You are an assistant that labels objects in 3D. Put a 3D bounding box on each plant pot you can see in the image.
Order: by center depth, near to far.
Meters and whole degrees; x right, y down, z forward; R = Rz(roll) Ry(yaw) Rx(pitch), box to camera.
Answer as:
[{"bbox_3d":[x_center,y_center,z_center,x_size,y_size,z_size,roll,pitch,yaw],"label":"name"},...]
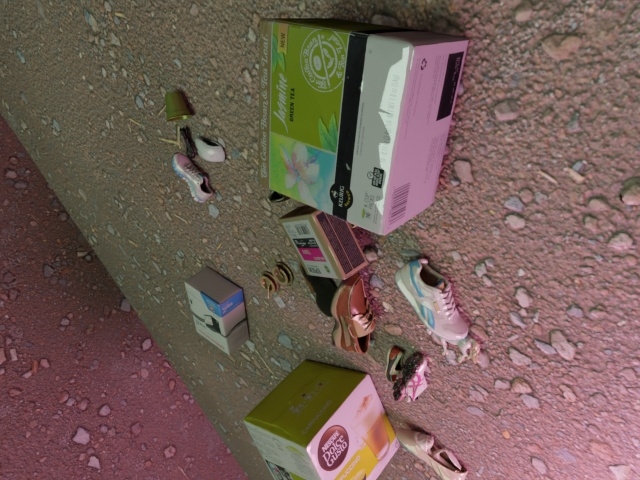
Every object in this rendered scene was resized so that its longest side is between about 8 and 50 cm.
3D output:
[{"bbox_3d":[-0.454,-0.423,1.395,0.083,0.083,0.079,-1,105,46],"label":"plant pot"}]

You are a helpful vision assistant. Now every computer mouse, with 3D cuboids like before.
[{"bbox_3d":[-0.387,-0.299,1.441,0.193,0.042,0.106,23,132,33],"label":"computer mouse"}]

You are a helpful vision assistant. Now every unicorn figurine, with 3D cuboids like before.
[{"bbox_3d":[0.332,0.253,1.138,0.161,0.060,0.111,6,123,24],"label":"unicorn figurine"}]

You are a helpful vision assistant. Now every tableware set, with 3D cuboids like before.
[{"bbox_3d":[-0.163,0.139,1.554,0.128,0.039,0.194,53,141,-1],"label":"tableware set"}]

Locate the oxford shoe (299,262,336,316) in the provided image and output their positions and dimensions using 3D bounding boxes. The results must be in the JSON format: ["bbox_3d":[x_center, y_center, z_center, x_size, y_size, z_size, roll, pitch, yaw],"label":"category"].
[{"bbox_3d":[-0.001,0.143,1.388,0.212,0.076,0.076,64,170,-18],"label":"oxford shoe"}]

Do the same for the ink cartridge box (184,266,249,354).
[{"bbox_3d":[-0.434,0.301,1.877,0.223,0.129,0.308,25,134,30],"label":"ink cartridge box"}]

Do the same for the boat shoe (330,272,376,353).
[{"bbox_3d":[0.108,0.219,1.294,0.119,0.122,0.324,24,142,24],"label":"boat shoe"}]

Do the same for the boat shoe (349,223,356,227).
[{"bbox_3d":[0.080,-0.119,1.085,0.068,0.072,0.190,8,123,42],"label":"boat shoe"}]

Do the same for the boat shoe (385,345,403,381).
[{"bbox_3d":[0.227,0.381,1.344,0.043,0.049,0.137,20,126,32],"label":"boat shoe"}]

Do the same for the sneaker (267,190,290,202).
[{"bbox_3d":[-0.082,-0.149,1.226,0.066,0.071,0.188,54,142,-1],"label":"sneaker"}]

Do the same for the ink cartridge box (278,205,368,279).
[{"bbox_3d":[0.000,0.000,1.203,0.234,0.088,0.193,-4,116,64],"label":"ink cartridge box"}]

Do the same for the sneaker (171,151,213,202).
[{"bbox_3d":[-0.434,-0.226,1.535,0.083,0.071,0.191,-14,117,43],"label":"sneaker"}]

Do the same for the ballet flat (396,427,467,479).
[{"bbox_3d":[0.360,0.677,1.422,0.248,0.086,0.086,37,139,17],"label":"ballet flat"}]

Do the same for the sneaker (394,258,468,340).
[{"bbox_3d":[0.282,0.146,1.077,0.229,0.087,0.092,49,139,2],"label":"sneaker"}]

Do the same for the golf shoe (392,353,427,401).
[{"bbox_3d":[0.279,0.403,1.305,0.086,0.067,0.186,9,124,-12],"label":"golf shoe"}]

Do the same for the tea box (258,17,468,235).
[{"bbox_3d":[0.064,-0.238,0.865,0.323,0.220,0.329,25,125,32],"label":"tea box"}]

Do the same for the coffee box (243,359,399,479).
[{"bbox_3d":[0.006,0.671,1.551,0.338,0.337,0.334,-3,116,47],"label":"coffee box"}]
